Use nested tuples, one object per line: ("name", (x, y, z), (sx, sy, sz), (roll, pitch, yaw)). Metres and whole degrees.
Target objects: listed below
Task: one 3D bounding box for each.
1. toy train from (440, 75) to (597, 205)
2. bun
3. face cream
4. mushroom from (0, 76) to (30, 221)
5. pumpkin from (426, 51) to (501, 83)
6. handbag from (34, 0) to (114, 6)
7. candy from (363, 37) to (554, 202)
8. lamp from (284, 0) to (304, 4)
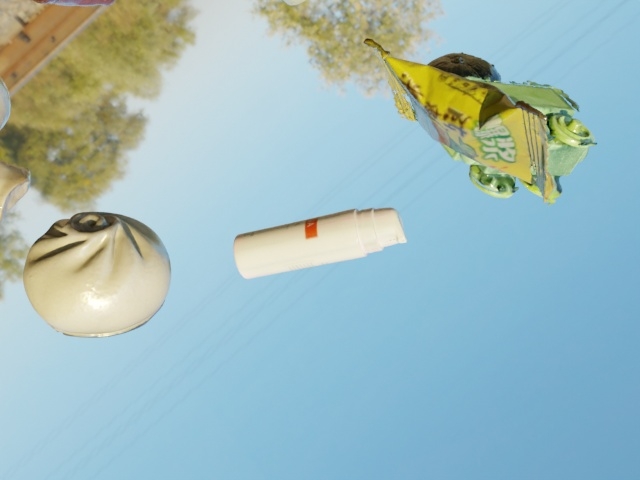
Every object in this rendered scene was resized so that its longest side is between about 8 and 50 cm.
("toy train", (0.344, -0.180, 1.330), (0.188, 0.272, 0.159), (60, -40, 38))
("bun", (-0.265, 0.027, 0.907), (0.173, 0.173, 0.120), (-72, 172, -55))
("face cream", (0.000, 0.000, 1.534), (0.345, 0.102, 0.102), (-12, -152, 14))
("mushroom", (-0.589, -0.136, 1.141), (0.297, 0.290, 0.297), (-23, -151, 14))
("pumpkin", (0.301, -0.336, 1.686), (0.190, 0.190, 0.146), (-90, -172, -64))
("handbag", (-0.387, -0.469, 1.151), (0.135, 0.146, 0.225), (-17, 137, -42))
("candy", (0.190, -0.168, 1.020), (0.081, 0.187, 0.297), (-46, -126, -7))
("lamp", (0.051, -0.244, 0.577), (0.198, 0.056, 0.050), (-40, -138, 16))
